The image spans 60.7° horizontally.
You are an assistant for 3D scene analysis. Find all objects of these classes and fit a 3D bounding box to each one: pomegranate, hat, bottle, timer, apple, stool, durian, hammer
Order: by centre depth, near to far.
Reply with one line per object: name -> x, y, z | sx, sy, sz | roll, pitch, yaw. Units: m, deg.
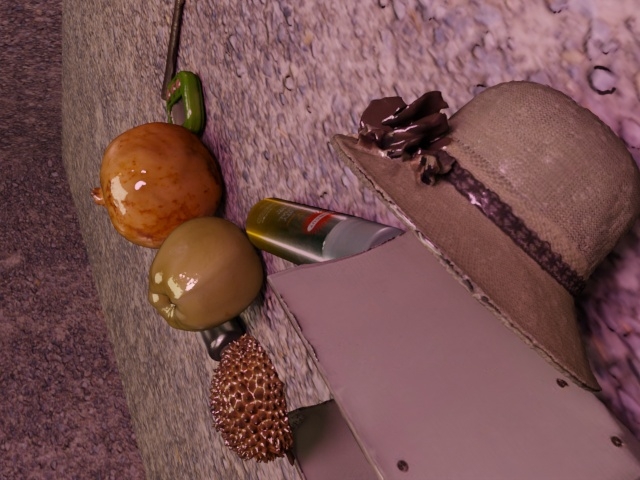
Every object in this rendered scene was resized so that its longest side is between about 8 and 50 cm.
hat -> 0.140, -0.034, 0.387 | 0.130, 0.257, 0.257 | -47, 50, 12
stool -> 0.082, 0.175, 0.474 | 0.269, 0.170, 0.243 | 55, 153, 39
durian -> -0.071, 0.166, 0.530 | 0.140, 0.071, 0.110 | 69, 161, -4
bottle -> 0.000, 0.000, 0.692 | 0.286, 0.082, 0.082 | 18, 113, 55
apple -> -0.191, 0.058, 0.923 | 0.200, 0.200, 0.200 | 21, 115, 55
pomegranate -> -0.304, -0.102, 1.022 | 0.248, 0.248, 0.248 | 21, 115, 55
bottle -> -0.228, 0.132, 1.109 | 0.096, 0.079, 0.253 | -49, 46, 4
timer -> -0.276, -0.270, 1.112 | 0.140, 0.047, 0.128 | -8, 89, 59
hammer -> -0.309, -0.427, 1.148 | 0.125, 0.027, 0.297 | 55, 140, 36
